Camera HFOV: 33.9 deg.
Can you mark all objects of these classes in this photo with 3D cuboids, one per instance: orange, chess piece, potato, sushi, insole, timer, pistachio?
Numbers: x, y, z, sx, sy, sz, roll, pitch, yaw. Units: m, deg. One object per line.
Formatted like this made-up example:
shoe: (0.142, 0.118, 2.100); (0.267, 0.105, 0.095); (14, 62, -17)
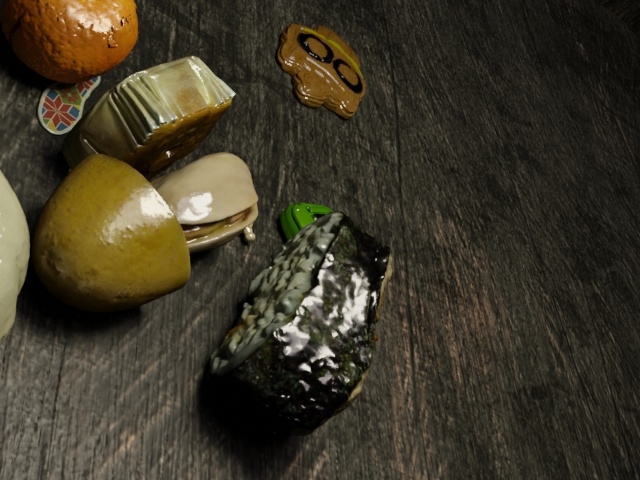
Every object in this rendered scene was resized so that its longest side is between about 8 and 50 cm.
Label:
orange: (-0.362, -0.314, 1.516); (0.193, 0.161, 0.193); (19, 47, -21)
chess piece: (-0.122, -0.038, 1.626); (0.035, 0.035, 0.092); (2, 58, -48)
potato: (-0.280, 0.010, 1.292); (0.158, 0.178, 0.203); (-36, 110, -42)
sushi: (-0.013, 0.118, 1.441); (0.171, 0.211, 0.350); (43, 38, -16)
insole: (-0.368, -0.213, 1.543); (0.065, 0.006, 0.193); (38, 35, -16)
timer: (0.000, 0.000, 1.713); (0.128, 0.047, 0.140); (4, 53, -48)
pistachio: (-0.172, -0.050, 1.501); (0.152, 0.126, 0.223); (19, 34, 18)

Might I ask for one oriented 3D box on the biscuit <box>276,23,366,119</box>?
biscuit: (0.006, -0.346, 2.083); (0.208, 0.041, 0.290); (39, 33, -12)

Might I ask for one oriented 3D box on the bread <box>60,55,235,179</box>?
bread: (-0.238, -0.157, 1.466); (0.110, 0.192, 0.210); (52, 32, 2)

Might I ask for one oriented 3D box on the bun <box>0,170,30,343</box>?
bun: (-0.463, 0.017, 1.004); (0.365, 0.219, 0.365); (15, 51, -20)
